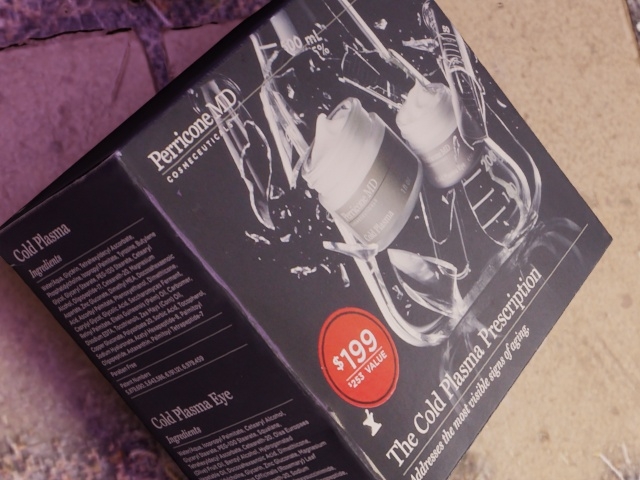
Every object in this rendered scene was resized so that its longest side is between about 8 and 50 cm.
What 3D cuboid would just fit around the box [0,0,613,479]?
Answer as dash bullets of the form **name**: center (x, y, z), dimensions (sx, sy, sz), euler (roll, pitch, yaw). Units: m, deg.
- **box**: center (0.000, 0.000, 1.160), dimensions (0.312, 0.179, 0.343), euler (51, 47, -10)
